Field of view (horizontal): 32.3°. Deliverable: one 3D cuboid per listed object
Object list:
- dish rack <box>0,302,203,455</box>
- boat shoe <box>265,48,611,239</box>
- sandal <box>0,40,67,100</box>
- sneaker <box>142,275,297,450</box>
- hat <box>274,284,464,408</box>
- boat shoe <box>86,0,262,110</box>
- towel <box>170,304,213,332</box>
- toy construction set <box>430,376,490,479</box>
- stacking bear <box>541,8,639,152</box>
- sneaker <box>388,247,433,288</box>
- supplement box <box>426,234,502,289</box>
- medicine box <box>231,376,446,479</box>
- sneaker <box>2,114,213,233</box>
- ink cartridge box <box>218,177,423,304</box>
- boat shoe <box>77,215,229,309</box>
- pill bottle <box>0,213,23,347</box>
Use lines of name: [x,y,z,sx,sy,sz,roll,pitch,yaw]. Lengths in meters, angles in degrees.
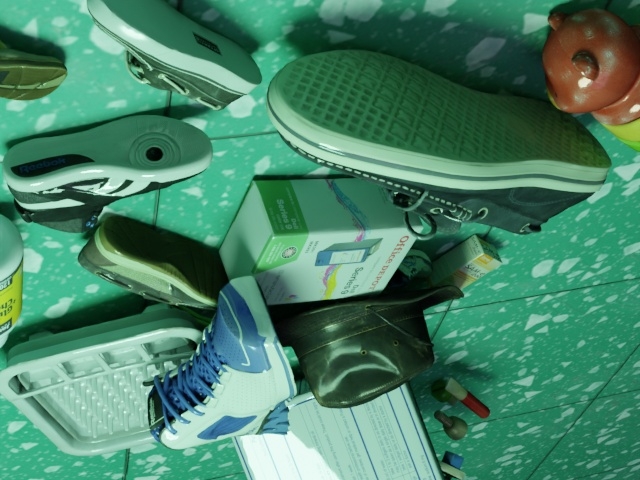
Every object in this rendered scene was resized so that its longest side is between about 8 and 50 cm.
dish rack: [-0.271,0.193,1.544,0.285,0.072,0.333,-14,148,1]
boat shoe: [0.133,-0.090,1.251,0.500,0.187,0.156,5,135,-43]
sandal: [-0.313,-0.166,1.013,0.072,0.049,0.180,-35,161,33]
sneaker: [-0.134,0.187,1.396,0.182,0.127,0.315,-16,149,-12]
hat: [0.060,0.165,1.582,0.331,0.134,0.331,-13,171,-2]
boat shoe: [-0.147,-0.175,1.056,0.070,0.078,0.219,-36,147,23]
towel: [-0.147,0.138,1.539,0.023,0.113,0.152,-58,156,-22]
toy construction set: [0.123,0.345,1.923,0.309,0.257,0.237,-45,132,3]
stacking bear: [0.373,-0.178,1.280,0.289,0.175,0.164,15,137,-33]
sneaker: [0.111,0.044,1.563,0.135,0.058,0.052,11,138,-41]
supplement box: [0.209,0.038,1.629,0.098,0.036,0.062,-35,146,24]
medicine box: [0.031,0.344,1.763,0.289,0.263,0.149,-21,-176,3]
sneaker: [-0.223,-0.066,1.195,0.217,0.079,0.121,-6,151,-7]
ink cartridge box: [0.000,0.000,1.399,0.212,0.093,0.154,-5,146,-28]
boat shoe: [-0.200,0.038,1.366,0.073,0.080,0.223,-31,142,28]
pill bottle: [-0.390,0.054,1.253,0.103,0.103,0.184,-7,147,-20]
